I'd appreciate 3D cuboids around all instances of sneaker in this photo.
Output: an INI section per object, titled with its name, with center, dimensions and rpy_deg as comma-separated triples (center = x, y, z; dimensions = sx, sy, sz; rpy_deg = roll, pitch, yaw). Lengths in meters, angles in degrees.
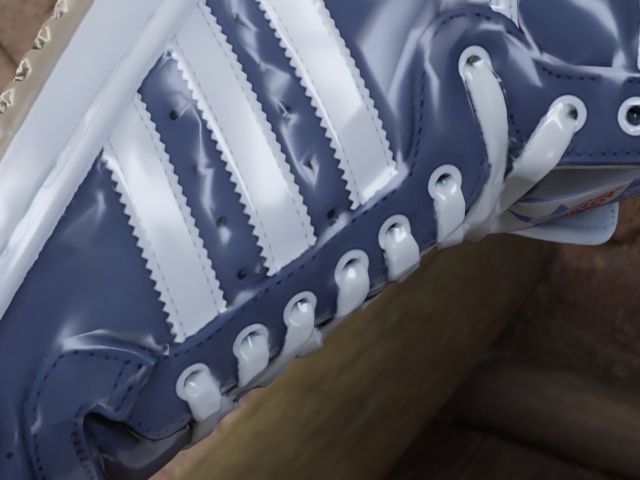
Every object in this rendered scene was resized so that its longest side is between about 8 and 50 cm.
[sneaker]
center = 0.000, 0.000, 0.381
dimensions = 0.153, 0.282, 0.099
rpy_deg = 29, 163, -7
